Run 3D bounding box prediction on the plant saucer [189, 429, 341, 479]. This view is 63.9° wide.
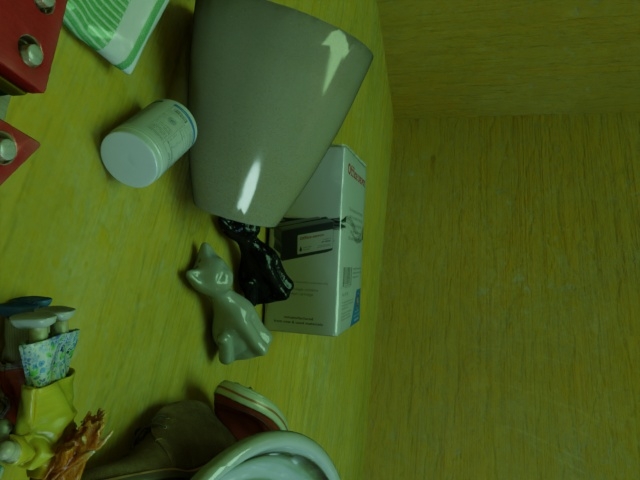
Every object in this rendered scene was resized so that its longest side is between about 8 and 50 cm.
[{"bbox_3d":[-0.109,0.426,0.607,0.401,0.101,0.399,2,87,-54],"label":"plant saucer"}]

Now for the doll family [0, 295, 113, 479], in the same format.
[{"bbox_3d":[-0.239,0.141,0.361,0.263,0.119,0.163,-16,108,-75],"label":"doll family"}]

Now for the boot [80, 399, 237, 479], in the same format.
[{"bbox_3d":[-0.204,0.264,0.618,0.115,0.112,0.305,57,10,23],"label":"boot"}]

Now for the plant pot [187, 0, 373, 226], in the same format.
[{"bbox_3d":[-0.086,-0.166,0.742,0.256,0.257,0.273,-13,120,-75],"label":"plant pot"}]

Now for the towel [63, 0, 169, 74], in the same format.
[{"bbox_3d":[-0.216,-0.341,0.457,0.325,0.038,0.247,58,51,-67],"label":"towel"}]

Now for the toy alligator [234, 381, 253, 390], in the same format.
[{"bbox_3d":[-0.136,0.302,0.930,0.051,0.056,0.189,51,-16,39],"label":"toy alligator"}]

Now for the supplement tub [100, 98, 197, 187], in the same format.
[{"bbox_3d":[-0.196,-0.116,0.598,0.107,0.071,0.070,-67,154,-53],"label":"supplement tub"}]

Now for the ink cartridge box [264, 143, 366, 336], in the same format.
[{"bbox_3d":[0.000,0.000,1.182,0.285,0.167,0.394,11,82,-76],"label":"ink cartridge box"}]

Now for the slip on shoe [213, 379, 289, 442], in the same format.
[{"bbox_3d":[-0.122,0.345,0.831,0.101,0.123,0.331,-57,158,-46],"label":"slip on shoe"}]

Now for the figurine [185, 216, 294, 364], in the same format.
[{"bbox_3d":[-0.137,0.061,0.849,0.214,0.093,0.209,-70,149,-49],"label":"figurine"}]

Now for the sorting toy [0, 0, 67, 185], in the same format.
[{"bbox_3d":[-0.266,-0.114,0.286,0.257,0.090,0.255,49,44,-70],"label":"sorting toy"}]
